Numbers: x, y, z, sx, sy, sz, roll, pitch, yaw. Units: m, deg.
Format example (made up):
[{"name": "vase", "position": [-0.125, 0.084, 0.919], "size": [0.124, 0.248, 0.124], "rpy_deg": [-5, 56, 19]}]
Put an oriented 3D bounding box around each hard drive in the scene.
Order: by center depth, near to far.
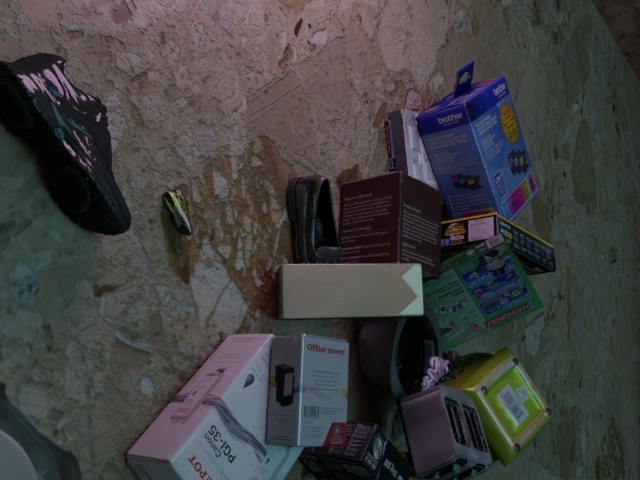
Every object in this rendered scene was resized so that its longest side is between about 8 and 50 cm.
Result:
[{"name": "hard drive", "position": [0.296, -0.201, 1.754], "size": [0.338, 0.064, 0.237], "rpy_deg": [1, 82, -48]}]

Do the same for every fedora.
[{"name": "fedora", "position": [0.165, 0.242, 1.471], "size": [0.275, 0.124, 0.244], "rpy_deg": [53, 50, -45]}]

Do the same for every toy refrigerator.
[{"name": "toy refrigerator", "position": [0.054, 0.099, 1.295], "size": [0.269, 0.094, 0.102], "rpy_deg": [0, 82, -12]}]

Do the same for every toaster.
[{"name": "toaster", "position": [0.247, 0.386, 1.353], "size": [0.168, 0.110, 0.186], "rpy_deg": [32, 37, -44]}]

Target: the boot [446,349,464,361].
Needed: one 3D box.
[{"name": "boot", "position": [0.358, 0.413, 1.717], "size": [0.190, 0.076, 0.209], "rpy_deg": [48, 44, -31]}]

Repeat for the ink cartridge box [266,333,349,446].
[{"name": "ink cartridge box", "position": [-0.018, 0.250, 1.121], "size": [0.127, 0.072, 0.175], "rpy_deg": [18, 68, -47]}]

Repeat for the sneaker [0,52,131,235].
[{"name": "sneaker", "position": [-0.346, -0.141, 0.973], "size": [0.130, 0.109, 0.286], "rpy_deg": [-51, 123, -48]}]

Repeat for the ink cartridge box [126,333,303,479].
[{"name": "ink cartridge box", "position": [-0.144, 0.322, 1.107], "size": [0.283, 0.117, 0.207], "rpy_deg": [-50, 120, -42]}]

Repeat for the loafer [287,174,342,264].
[{"name": "loafer", "position": [0.000, 0.000, 1.356], "size": [0.096, 0.084, 0.268], "rpy_deg": [-18, 97, -49]}]

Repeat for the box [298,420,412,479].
[{"name": "box", "position": [0.058, 0.414, 1.276], "size": [0.147, 0.180, 0.078], "rpy_deg": [53, 49, -27]}]

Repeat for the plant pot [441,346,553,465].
[{"name": "plant pot", "position": [0.380, 0.391, 1.556], "size": [0.227, 0.207, 0.228], "rpy_deg": [-29, 84, -35]}]

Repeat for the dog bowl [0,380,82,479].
[{"name": "dog bowl", "position": [-0.452, 0.326, 0.764], "size": [0.348, 0.102, 0.349], "rpy_deg": [12, 74, -48]}]

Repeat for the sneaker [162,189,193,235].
[{"name": "sneaker", "position": [-0.232, -0.049, 1.138], "size": [0.035, 0.031, 0.083], "rpy_deg": [-39, 112, -46]}]

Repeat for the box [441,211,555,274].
[{"name": "box", "position": [0.400, 0.026, 1.683], "size": [0.322, 0.257, 0.079], "rpy_deg": [20, 66, -45]}]

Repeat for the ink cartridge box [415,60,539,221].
[{"name": "ink cartridge box", "position": [0.399, -0.246, 1.722], "size": [0.270, 0.151, 0.396], "rpy_deg": [-38, 110, -46]}]

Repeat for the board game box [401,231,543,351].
[{"name": "board game box", "position": [0.318, 0.137, 1.539], "size": [0.214, 0.317, 0.046], "rpy_deg": [54, 18, -29]}]

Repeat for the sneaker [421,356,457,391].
[{"name": "sneaker", "position": [0.257, 0.296, 1.437], "size": [0.038, 0.069, 0.098], "rpy_deg": [48, 54, -47]}]

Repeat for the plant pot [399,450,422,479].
[{"name": "plant pot", "position": [0.153, 0.542, 1.359], "size": [0.212, 0.212, 0.187], "rpy_deg": [34, 46, -40]}]

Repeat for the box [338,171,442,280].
[{"name": "box", "position": [0.153, -0.021, 1.474], "size": [0.168, 0.167, 0.203], "rpy_deg": [19, 69, -45]}]
